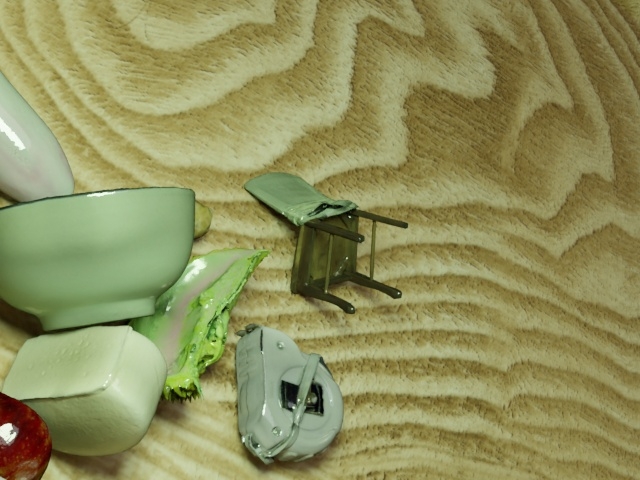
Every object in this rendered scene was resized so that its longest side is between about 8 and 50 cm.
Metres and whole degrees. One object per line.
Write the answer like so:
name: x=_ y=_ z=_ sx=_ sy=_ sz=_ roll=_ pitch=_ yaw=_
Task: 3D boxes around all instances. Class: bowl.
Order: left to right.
bowl: x=-0.353 y=0.037 z=1.908 sx=0.353 sy=0.353 sz=0.185 roll=-6 pitch=86 yaw=-41

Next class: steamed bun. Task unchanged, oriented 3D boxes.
steamed bun: x=-0.341 y=0.230 z=1.850 sx=0.164 sy=0.241 sz=0.146 roll=57 pitch=36 yaw=-36

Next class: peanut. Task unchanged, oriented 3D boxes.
peanut: x=-0.282 y=-0.026 z=2.165 sx=0.214 sy=0.099 sz=0.099 roll=-27 pitch=81 yaw=-39

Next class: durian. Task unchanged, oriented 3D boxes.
durian: x=-0.216 y=0.136 z=2.050 sx=0.157 sy=0.169 sz=0.356 roll=38 pitch=44 yaw=-16

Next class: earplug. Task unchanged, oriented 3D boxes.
earplug: x=-0.522 y=-0.168 z=2.021 sx=0.301 sy=0.172 sz=0.172 roll=49 pitch=43 yaw=-12

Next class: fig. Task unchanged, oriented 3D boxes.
fig: x=-0.483 y=0.313 z=1.733 sx=0.175 sy=0.175 sz=0.207 roll=42 pitch=55 yaw=-9

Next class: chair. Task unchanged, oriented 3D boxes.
chair: x=0.000 y=0.000 z=2.351 sx=0.160 sy=0.319 sz=0.186 roll=-15 pitch=118 yaw=-42

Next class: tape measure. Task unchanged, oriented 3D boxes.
tape measure: x=-0.053 y=0.278 z=2.131 sx=0.197 sy=0.120 sz=0.236 roll=17 pitch=58 yaw=-33

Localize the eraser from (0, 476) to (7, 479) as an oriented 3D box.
eraser: x=-0.443 y=0.400 z=1.706 sx=0.243 sy=0.204 sz=0.059 roll=38 pitch=28 yaw=-43
